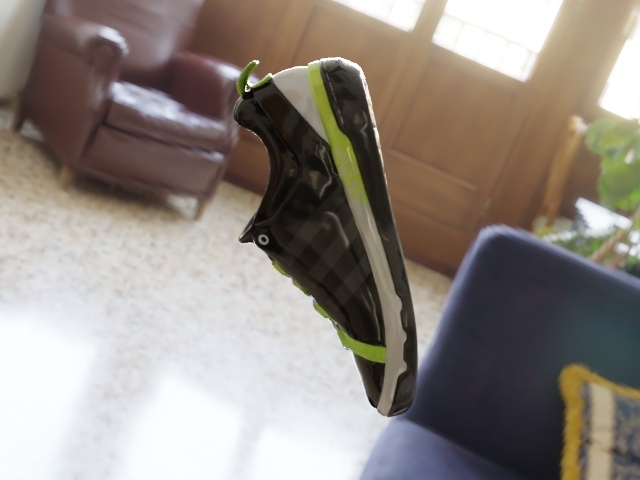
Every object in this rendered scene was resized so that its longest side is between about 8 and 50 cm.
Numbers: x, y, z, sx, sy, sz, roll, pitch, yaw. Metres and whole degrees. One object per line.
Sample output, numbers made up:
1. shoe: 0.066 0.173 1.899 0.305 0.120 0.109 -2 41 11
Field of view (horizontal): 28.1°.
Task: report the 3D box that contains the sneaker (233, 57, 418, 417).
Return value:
1. sneaker: 0.000 0.000 0.795 0.097 0.234 0.084 -12 10 4
